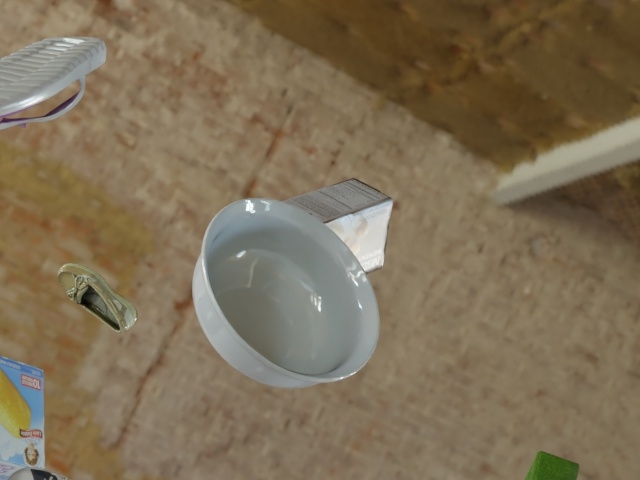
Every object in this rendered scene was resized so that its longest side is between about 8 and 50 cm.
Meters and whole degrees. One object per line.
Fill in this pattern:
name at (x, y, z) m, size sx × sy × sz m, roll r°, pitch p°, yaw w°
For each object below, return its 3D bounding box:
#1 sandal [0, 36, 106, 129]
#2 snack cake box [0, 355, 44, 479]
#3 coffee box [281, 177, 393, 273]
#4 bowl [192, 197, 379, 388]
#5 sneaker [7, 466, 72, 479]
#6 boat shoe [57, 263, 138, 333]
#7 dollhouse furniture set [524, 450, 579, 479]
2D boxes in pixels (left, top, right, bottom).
sandal at (-0.438, -0.223, 2.146) m, size 0.169 × 0.102 × 0.416 m, roll 4°, pitch 23°, yaw 22°
snack cake box at (-0.488, 0.228, 1.899) m, size 0.089 × 0.152 × 0.264 m, roll -18°, pitch -24°, yaw 24°
coffee box at (0.000, 0.000, 2.354) m, size 0.098 × 0.141 × 0.246 m, roll 28°, pitch 32°, yaw 35°
bowl at (-0.071, 0.097, 1.997) m, size 0.297 × 0.298 × 0.134 m, roll 30°, pitch -48°, yaw -17°
sneaker at (-0.338, 0.353, 1.729) m, size 0.235 × 0.094 × 0.153 m, roll 46°, pitch 3°, yaw 30°
boat shoe at (-0.364, 0.093, 2.255) m, size 0.153 × 0.056 × 0.048 m, roll 39°, pitch 29°, yaw 7°
dollhouse furniture set at (0.236, 0.370, 1.247) m, size 0.197 × 0.301 × 0.151 m, roll 21°, pitch -51°, yaw 4°
